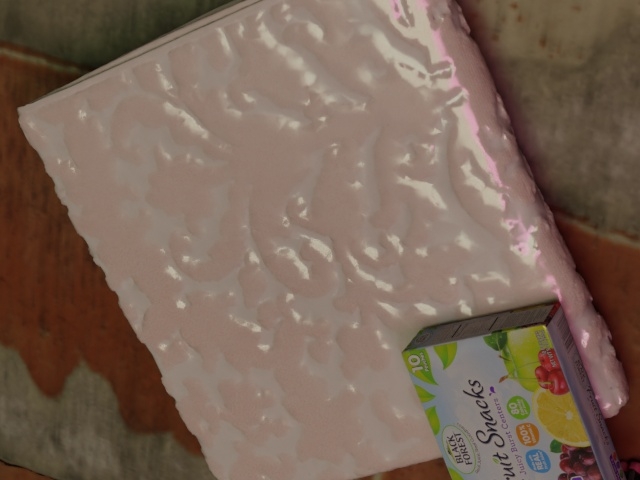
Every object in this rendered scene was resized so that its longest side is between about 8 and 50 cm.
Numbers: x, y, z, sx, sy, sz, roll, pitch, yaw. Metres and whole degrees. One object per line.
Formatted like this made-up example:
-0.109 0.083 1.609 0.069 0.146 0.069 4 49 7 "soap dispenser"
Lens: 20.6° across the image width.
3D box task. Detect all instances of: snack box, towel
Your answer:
0.122 0.115 1.096 0.100 0.037 0.141 -13 108 30 "snack box"
0.000 0.000 1.149 0.317 0.053 0.332 -19 106 30 "towel"

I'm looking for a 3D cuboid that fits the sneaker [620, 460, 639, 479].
0.222 0.172 1.130 0.119 0.047 0.057 -9 119 30 "sneaker"
